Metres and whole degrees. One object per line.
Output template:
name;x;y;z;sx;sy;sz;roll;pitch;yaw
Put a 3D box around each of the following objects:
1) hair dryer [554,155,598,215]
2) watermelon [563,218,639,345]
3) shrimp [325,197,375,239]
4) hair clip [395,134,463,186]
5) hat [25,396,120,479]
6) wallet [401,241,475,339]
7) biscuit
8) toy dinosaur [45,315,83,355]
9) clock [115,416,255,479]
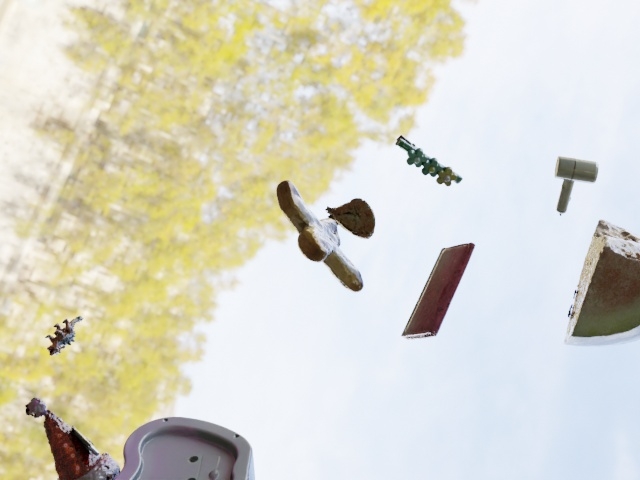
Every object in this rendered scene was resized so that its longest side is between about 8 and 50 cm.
hair dryer;0.513;-0.107;2.190;0.047;0.082;0.137;-75;174;-53
watermelon;0.588;0.082;2.028;0.310;0.231;0.193;-19;-171;12
shrimp;0.071;-0.054;2.421;0.184;0.043;0.091;12;-74;55
hair clip;0.221;-0.156;2.195;0.049;0.173;0.049;-49;-159;26
hat;-0.460;0.379;1.953;0.129;0.227;0.140;-30;-173;5
wallet;0.256;0.108;2.310;0.119;0.025;0.232;-17;-138;61
biscuit;-0.001;-0.001;1.826;0.047;0.208;0.164;-34;-119;10
toy dinosaur;-0.579;0.211;2.420;0.049;0.055;0.154;-30;-165;30
clock;-0.302;0.514;2.274;0.338;0.339;0.102;-103;-168;-59
